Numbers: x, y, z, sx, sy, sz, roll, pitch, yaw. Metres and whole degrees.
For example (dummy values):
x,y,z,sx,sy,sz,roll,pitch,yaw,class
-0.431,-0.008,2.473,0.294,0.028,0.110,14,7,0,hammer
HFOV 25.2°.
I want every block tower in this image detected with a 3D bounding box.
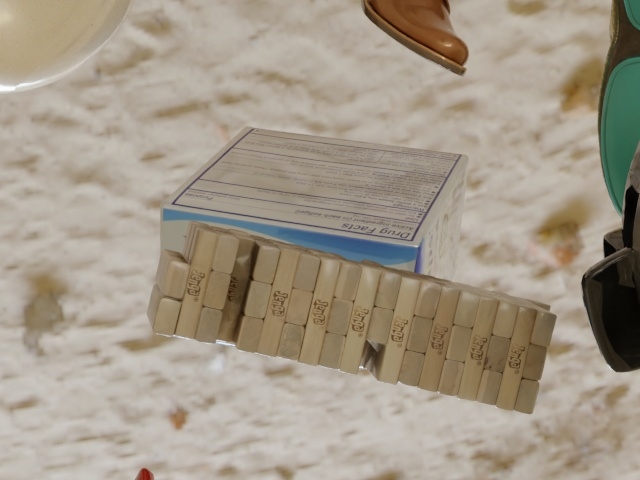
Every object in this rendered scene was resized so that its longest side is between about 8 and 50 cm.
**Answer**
x,y,z,sx,sy,sz,roll,pitch,yaw,class
0.032,0.063,1.188,0.335,0.091,0.097,13,-176,-11,block tower

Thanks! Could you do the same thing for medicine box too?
x,y,z,sx,sy,sz,roll,pitch,yaw,class
0.000,0.000,1.520,0.263,0.289,0.149,9,113,13,medicine box

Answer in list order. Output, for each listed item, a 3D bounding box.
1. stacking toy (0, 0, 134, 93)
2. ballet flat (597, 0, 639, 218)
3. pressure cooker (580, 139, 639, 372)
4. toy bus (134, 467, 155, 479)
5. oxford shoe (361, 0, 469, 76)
x,y,z,sx,sy,sz,roll,pitch,yaw,class
-0.312,-0.380,1.589,0.351,0.480,0.350,3,110,8,stacking toy
0.316,-0.183,1.295,0.123,0.123,0.348,-9,108,-9,ballet flat
0.425,0.005,1.037,0.370,0.420,0.375,21,103,-14,pressure cooker
-0.219,0.284,1.186,0.104,0.191,0.202,22,143,-20,toy bus
0.082,-0.214,1.247,0.076,0.212,0.076,23,114,-36,oxford shoe
